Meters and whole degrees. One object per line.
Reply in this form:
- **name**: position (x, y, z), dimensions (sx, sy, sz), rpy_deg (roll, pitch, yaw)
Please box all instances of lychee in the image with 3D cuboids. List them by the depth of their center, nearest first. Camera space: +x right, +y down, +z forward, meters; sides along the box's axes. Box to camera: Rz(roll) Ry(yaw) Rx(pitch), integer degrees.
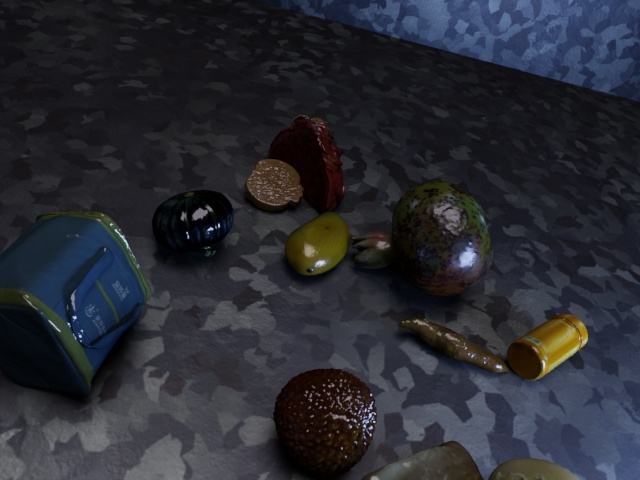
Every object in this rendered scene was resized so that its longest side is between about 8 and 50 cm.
- **lychee**: position (0.011, 0.312, 0.968), dimensions (0.194, 0.194, 0.194), rpy_deg (9, 41, -8)

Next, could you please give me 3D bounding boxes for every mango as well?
- **mango**: position (0.004, 0.005, 1.375), dimensions (0.137, 0.091, 0.237), rpy_deg (39, 45, 16)

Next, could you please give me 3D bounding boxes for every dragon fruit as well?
- **dragon fruit**: position (0.003, -0.247, 1.570), dimensions (0.152, 0.205, 0.317), rpy_deg (-16, 50, -33)

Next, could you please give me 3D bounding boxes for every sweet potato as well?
- **sweet potato**: position (0.306, 0.240, 1.234), dimensions (0.274, 0.067, 0.067), rpy_deg (27, 41, 3)

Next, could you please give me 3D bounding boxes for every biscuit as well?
- **biscuit**: position (-0.125, -0.146, 1.527), dimensions (0.170, 0.050, 0.170), rpy_deg (7, 56, -11)

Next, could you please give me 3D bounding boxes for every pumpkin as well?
- **pumpkin**: position (-0.300, -0.049, 1.290), dimensions (0.194, 0.150, 0.194), rpy_deg (13, 30, -8)

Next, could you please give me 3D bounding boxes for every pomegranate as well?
- **pomegranate**: position (0.243, 0.009, 1.353), dimensions (0.341, 0.285, 0.285), rpy_deg (-13, 38, 16)

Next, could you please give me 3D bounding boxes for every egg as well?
- **egg**: position (0.380, 0.461, 0.931), dimensions (0.164, 0.164, 0.201), rpy_deg (-22, 30, -36)

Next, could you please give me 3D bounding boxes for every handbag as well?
- **handbag**: position (-0.457, 0.108, 0.975), dimensions (0.222, 0.263, 0.241), rpy_deg (-1, 40, 19)

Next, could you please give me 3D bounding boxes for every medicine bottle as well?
- **medicine bottle**: position (0.528, 0.244, 1.271), dimensions (0.192, 0.096, 0.096), rpy_deg (-20, 52, -34)

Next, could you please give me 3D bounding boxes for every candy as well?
- **candy**: position (0.169, 0.428, 0.944), dimensions (0.234, 0.102, 0.104), rpy_deg (-13, 49, -27)
